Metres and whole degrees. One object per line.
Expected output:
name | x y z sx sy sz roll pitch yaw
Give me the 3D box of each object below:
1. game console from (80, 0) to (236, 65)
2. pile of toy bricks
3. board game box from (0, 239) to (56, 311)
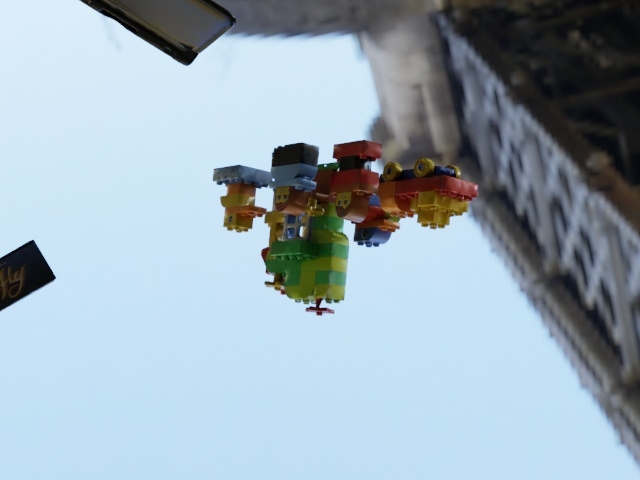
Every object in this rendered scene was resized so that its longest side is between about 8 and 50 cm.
game console | -0.122 -0.183 1.249 0.071 0.122 0.107 -49 -159 27
pile of toy bricks | 0.000 0.000 1.222 0.118 0.105 0.212 12 169 -38
board game box | -0.353 0.079 1.598 0.243 0.042 0.165 -30 -177 -11
